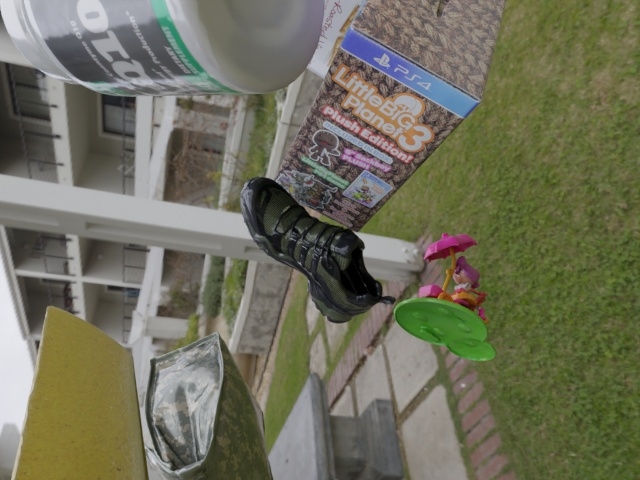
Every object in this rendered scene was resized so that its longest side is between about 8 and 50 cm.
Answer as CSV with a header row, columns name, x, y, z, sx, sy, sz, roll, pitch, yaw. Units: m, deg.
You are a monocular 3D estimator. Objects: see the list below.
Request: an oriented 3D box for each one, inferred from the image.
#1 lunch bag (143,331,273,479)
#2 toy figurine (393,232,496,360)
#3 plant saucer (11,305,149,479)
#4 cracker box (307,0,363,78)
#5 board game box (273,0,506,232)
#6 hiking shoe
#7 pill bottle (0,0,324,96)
name,x,y,z,sx,sy,sz,roll,pitch,yaw
lunch bag,-0.185,0.346,0.823,0.287,0.168,0.235,-119,7,-60
toy figurine,0.206,0.069,0.732,0.130,0.173,0.159,-24,36,49
plant saucer,-0.195,0.269,0.452,0.333,0.081,0.333,-138,45,-60
cracker box,0.046,-0.350,0.838,0.156,0.232,0.067,-59,0,32
board game box,0.077,-0.189,0.619,0.291,0.141,0.232,-50,15,58
hiking shoe,0.000,0.000,0.609,0.114,0.227,0.086,-27,19,46
pill bottle,-0.192,-0.267,0.550,0.361,0.204,0.204,12,93,36
